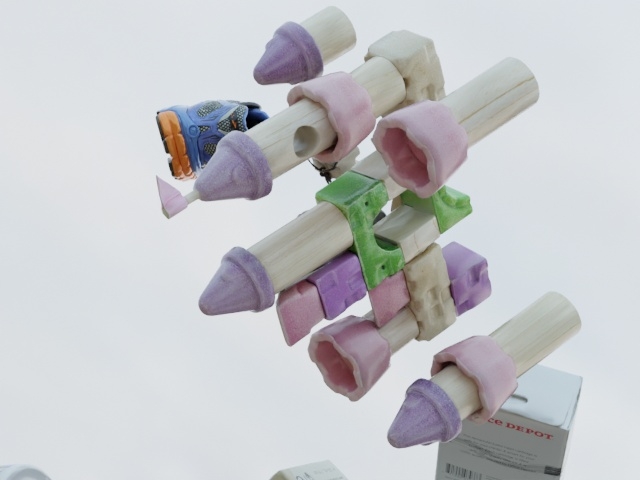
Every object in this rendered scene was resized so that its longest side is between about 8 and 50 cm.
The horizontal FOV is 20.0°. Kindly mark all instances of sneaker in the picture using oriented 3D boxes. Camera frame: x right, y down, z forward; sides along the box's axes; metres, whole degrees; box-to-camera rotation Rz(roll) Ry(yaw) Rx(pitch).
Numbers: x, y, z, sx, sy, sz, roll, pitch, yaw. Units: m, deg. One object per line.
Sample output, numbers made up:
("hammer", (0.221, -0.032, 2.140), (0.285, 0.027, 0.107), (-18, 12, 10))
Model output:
("sneaker", (-0.079, -0.089, 1.668), (0.087, 0.083, 0.221), (-12, 1, 11))

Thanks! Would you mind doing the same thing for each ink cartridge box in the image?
("ink cartridge box", (0.160, 0.167, 1.555), (0.109, 0.063, 0.150), (15, -40, 12))

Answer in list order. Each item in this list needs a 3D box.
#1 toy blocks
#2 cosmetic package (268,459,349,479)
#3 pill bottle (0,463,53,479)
("toy blocks", (0.000, 0.000, 1.425), (0.309, 0.260, 0.289), (27, -38, 46))
("cosmetic package", (0.041, 0.359, 1.603), (0.309, 0.160, 0.113), (44, 16, 20))
("pill bottle", (-0.297, 0.234, 1.563), (0.137, 0.078, 0.078), (-9, -45, 38))
